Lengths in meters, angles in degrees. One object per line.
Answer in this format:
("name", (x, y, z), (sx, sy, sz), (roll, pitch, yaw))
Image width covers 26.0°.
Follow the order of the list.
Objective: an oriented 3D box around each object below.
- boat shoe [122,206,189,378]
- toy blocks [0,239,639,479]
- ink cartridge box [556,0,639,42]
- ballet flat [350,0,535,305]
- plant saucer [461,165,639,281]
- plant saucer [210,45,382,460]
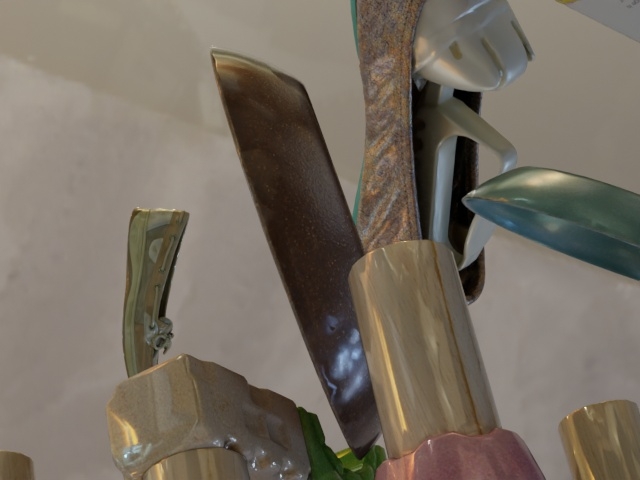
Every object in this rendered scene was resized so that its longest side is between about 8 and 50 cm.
("boat shoe", (-0.133, 0.049, 1.131), (0.048, 0.056, 0.153), (2, -100, 0))
("toy blocks", (0.008, 0.208, 0.586), (0.309, 0.288, 0.260), (-25, -122, 21))
("ink cartridge box", (0.172, -0.184, 0.763), (0.175, 0.127, 0.072), (21, -116, -22))
("ballet flat", (0.083, -0.092, 0.893), (0.106, 0.316, 0.107), (24, -140, 35))
("plant saucer", (0.115, -0.004, 0.545), (0.119, 0.119, 0.021), (21, -92, -2))
("plant saucer", (0.000, 0.000, 0.631), (0.036, 0.198, 0.199), (-20, -113, 1))
